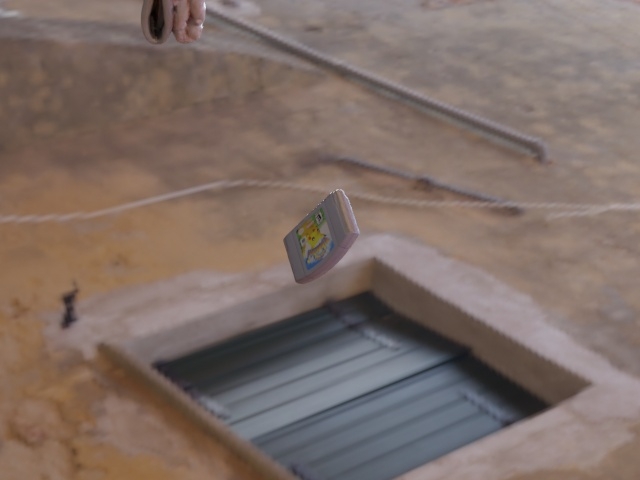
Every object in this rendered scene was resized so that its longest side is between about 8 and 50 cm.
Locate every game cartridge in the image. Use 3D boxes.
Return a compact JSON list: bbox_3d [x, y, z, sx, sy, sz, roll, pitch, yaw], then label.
[{"bbox_3d":[0.000,0.000,1.305,0.083,0.017,0.056,-43,-126,35],"label":"game cartridge"}]

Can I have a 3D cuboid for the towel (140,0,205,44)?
[{"bbox_3d":[-0.120,-0.364,1.100,0.332,0.053,0.317,104,-20,-58],"label":"towel"}]
